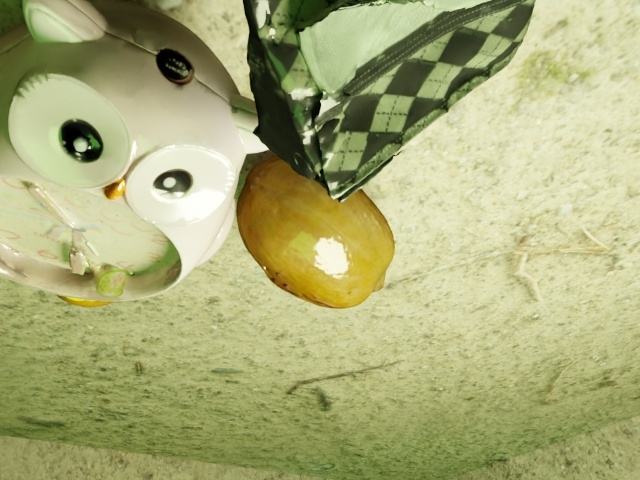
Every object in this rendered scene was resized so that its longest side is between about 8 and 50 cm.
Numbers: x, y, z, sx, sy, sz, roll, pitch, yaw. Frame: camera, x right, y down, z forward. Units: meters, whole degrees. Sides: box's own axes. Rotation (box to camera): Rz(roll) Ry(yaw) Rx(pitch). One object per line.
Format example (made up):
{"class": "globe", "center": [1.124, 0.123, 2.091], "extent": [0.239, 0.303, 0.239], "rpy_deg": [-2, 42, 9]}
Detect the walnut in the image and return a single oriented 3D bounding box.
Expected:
{"class": "walnut", "center": [0.000, 0.000, 0.799], "extent": [0.203, 0.203, 0.298], "rpy_deg": [-28, 123, 31]}

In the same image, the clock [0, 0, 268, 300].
{"class": "clock", "center": [-0.248, -0.110, 0.620], "extent": [0.368, 0.251, 0.376], "rpy_deg": [26, 142, -31]}

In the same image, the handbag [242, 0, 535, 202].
{"class": "handbag", "center": [0.038, -0.257, 0.368], "extent": [0.316, 0.180, 0.416], "rpy_deg": [-40, 152, -17]}

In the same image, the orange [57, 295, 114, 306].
{"class": "orange", "center": [-0.386, 0.039, 0.902], "extent": [0.158, 0.136, 0.159], "rpy_deg": [-12, 158, -5]}
